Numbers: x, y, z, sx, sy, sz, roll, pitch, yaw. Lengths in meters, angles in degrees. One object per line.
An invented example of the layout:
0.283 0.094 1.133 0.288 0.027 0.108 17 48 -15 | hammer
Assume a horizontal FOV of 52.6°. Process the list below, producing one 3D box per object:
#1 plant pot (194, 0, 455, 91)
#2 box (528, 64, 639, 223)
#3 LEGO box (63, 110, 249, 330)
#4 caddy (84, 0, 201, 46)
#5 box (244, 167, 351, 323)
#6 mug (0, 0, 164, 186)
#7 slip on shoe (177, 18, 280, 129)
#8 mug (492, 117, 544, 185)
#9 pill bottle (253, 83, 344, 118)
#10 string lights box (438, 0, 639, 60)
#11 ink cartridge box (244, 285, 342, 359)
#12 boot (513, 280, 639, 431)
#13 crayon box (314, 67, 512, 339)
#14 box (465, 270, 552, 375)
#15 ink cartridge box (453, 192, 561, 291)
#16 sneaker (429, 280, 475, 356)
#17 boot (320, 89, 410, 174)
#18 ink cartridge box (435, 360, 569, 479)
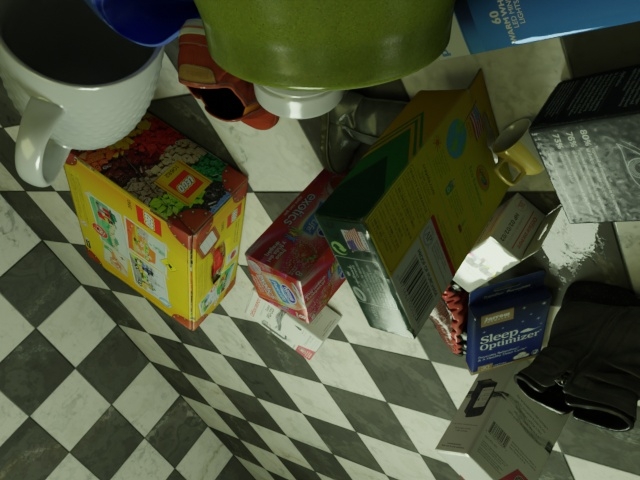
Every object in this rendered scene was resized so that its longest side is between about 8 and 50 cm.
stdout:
-0.001 -0.329 0.536 0.367 0.366 0.352 21 134 28 | plant pot
0.373 -0.111 0.741 0.207 0.108 0.153 -1 131 47 | box
-0.391 -0.045 1.565 0.373 0.193 0.500 34 149 9 | LEGO box
-0.242 -0.419 0.917 0.341 0.179 0.241 -9 126 49 | caddy
0.000 0.000 1.142 0.123 0.257 0.128 25 147 27 | box
-0.446 -0.271 1.158 0.276 0.374 0.328 20 156 -12 | mug
-0.144 -0.234 1.034 0.123 0.101 0.331 11 174 11 | slip on shoe
0.274 -0.117 0.884 0.064 0.062 0.078 40 114 -18 | mug
-0.030 -0.311 0.857 0.161 0.161 0.283 27 148 19 | pill bottle
0.242 -0.266 0.650 0.260 0.133 0.076 3 133 46 | string lights box
-0.074 0.185 1.632 0.218 0.092 0.158 37 149 7 | ink cartridge box
0.466 0.178 0.911 0.338 0.222 0.118 -2 130 48 | boot
0.140 -0.057 0.857 0.081 0.318 0.202 9 138 41 | crayon box
0.324 0.149 1.130 0.225 0.137 0.036 78 176 -46 | box
0.275 -0.002 0.995 0.062 0.104 0.181 39 149 -1 | ink cartridge box
0.225 0.104 1.198 0.135 0.097 0.276 12 138 37 | sneaker
0.102 -0.154 1.026 0.209 0.076 0.189 18 146 20 | boot
0.361 0.369 1.267 0.172 0.237 0.100 47 151 -14 | ink cartridge box
